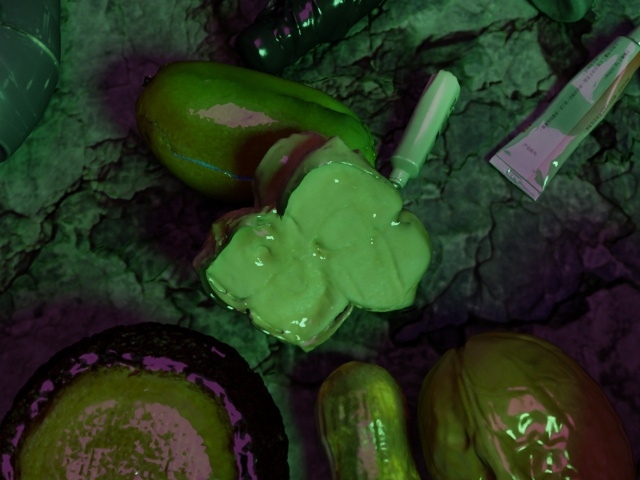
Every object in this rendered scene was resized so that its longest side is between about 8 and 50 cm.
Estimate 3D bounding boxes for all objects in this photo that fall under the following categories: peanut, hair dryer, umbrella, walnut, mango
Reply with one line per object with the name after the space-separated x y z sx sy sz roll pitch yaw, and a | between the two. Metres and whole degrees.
0.045 0.203 0.798 0.087 0.087 0.207 -10 70 -3 | peanut
-0.303 -0.271 0.817 0.121 0.361 0.301 5 65 2 | hair dryer
0.055 -0.291 0.943 0.357 0.113 0.106 -39 98 -11 | umbrella
0.167 0.172 0.772 0.159 0.159 0.207 -26 80 -8 | walnut
-0.058 -0.093 0.882 0.232 0.111 0.125 17 111 -12 | mango

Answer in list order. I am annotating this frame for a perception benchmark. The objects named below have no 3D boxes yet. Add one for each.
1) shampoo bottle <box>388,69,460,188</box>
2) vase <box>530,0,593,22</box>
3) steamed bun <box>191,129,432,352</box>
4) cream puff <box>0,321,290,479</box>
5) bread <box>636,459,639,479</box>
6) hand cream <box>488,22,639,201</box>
0.093 -0.094 0.912 0.034 0.049 0.141 26 76 7 | shampoo bottle
0.301 -0.319 0.963 0.096 0.096 0.219 41 80 12 | vase
0.000 0.000 0.830 0.192 0.106 0.177 35 108 -25 | steamed bun
-0.138 0.184 0.762 0.239 0.165 0.239 -1 76 2 | cream puff
0.334 0.176 0.659 0.129 0.382 0.366 28 119 7 | bread
0.258 -0.133 0.934 0.216 0.038 0.052 -47 53 -7 | hand cream
